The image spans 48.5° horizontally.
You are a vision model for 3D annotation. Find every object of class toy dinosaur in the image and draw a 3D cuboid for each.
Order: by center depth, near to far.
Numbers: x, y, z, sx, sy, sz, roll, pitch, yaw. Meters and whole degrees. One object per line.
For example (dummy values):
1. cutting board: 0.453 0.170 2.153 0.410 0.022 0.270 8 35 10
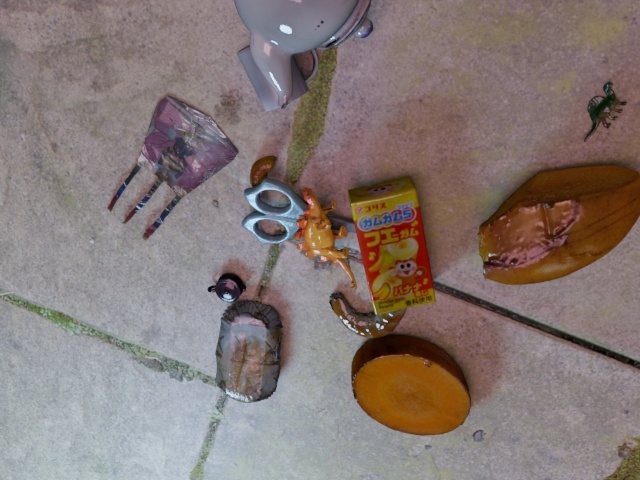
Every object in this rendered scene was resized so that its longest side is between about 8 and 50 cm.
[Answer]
1. toy dinosaur: 0.539 -0.244 1.368 0.060 0.029 0.119 37 124 10
2. toy dinosaur: 0.000 0.000 1.546 0.117 0.070 0.288 -2 132 26

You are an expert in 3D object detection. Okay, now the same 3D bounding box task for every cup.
1. cup: -0.082 -0.345 1.421 0.099 0.136 0.133 -3 120 52

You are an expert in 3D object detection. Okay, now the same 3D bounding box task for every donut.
1. donut: -0.124 -0.142 1.551 0.083 0.038 0.067 -26 105 24

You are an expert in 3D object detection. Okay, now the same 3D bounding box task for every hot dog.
1. hot dog: -0.176 0.277 1.750 0.163 0.082 0.270 6 110 0

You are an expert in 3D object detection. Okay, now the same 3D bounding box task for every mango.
1. mango: 0.471 -0.039 1.405 0.350 0.201 0.199 -23 146 13

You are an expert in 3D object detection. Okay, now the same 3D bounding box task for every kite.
1. kite: -0.350 -0.148 1.608 0.204 0.022 0.360 37 117 -7

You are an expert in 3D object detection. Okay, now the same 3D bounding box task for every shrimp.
1. shrimp: 0.109 0.150 1.647 0.166 0.049 0.161 36 120 1

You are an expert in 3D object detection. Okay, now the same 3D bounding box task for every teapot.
1. teapot: -0.010 -0.447 1.271 0.280 0.252 0.423 26 95 -33
2. teapot: -0.224 0.116 1.697 0.100 0.045 0.067 -4 113 13

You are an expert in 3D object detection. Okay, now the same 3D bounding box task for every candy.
1. candy: 0.155 0.013 1.518 0.146 0.088 0.275 -11 114 3

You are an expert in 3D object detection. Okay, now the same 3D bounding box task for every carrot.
1. carrot: 0.216 0.356 1.693 0.307 0.100 0.258 36 121 -9

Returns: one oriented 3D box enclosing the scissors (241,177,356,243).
1. scissors: 0.005 -0.043 1.568 0.361 0.029 0.191 9 135 0
